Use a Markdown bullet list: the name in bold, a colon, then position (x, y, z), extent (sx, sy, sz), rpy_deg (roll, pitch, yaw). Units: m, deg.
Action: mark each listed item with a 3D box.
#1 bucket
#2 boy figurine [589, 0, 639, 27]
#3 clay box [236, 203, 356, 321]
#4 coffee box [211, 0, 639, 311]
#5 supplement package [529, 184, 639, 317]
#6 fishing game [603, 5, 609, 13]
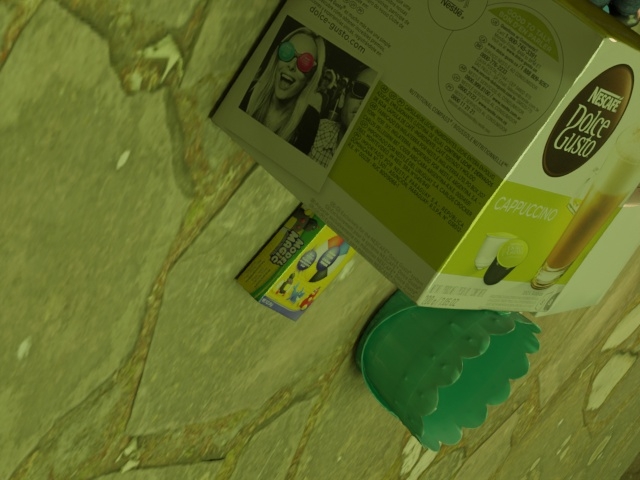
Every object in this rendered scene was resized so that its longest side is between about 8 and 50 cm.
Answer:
- **bucket**: position (0.202, 0.186, 2.144), extent (0.281, 0.183, 0.281), rpy_deg (-34, 149, -24)
- **boy figurine**: position (0.385, -0.374, 1.689), extent (0.285, 0.177, 0.092), rpy_deg (78, 26, -72)
- **clay box**: position (0.000, 0.000, 1.753), extent (0.222, 0.053, 0.127), rpy_deg (-48, 153, 4)
- **coffee box**: position (0.162, -0.153, 1.470), extent (0.334, 0.338, 0.338), rpy_deg (-56, 152, 16)
- **supplement package**: position (0.315, -0.053, 1.899), extent (0.198, 0.263, 0.199), rpy_deg (-5, 132, -52)
- **fishing game**: position (0.387, -0.282, 1.944), extent (0.264, 0.041, 0.189), rpy_deg (-11, 137, -51)
